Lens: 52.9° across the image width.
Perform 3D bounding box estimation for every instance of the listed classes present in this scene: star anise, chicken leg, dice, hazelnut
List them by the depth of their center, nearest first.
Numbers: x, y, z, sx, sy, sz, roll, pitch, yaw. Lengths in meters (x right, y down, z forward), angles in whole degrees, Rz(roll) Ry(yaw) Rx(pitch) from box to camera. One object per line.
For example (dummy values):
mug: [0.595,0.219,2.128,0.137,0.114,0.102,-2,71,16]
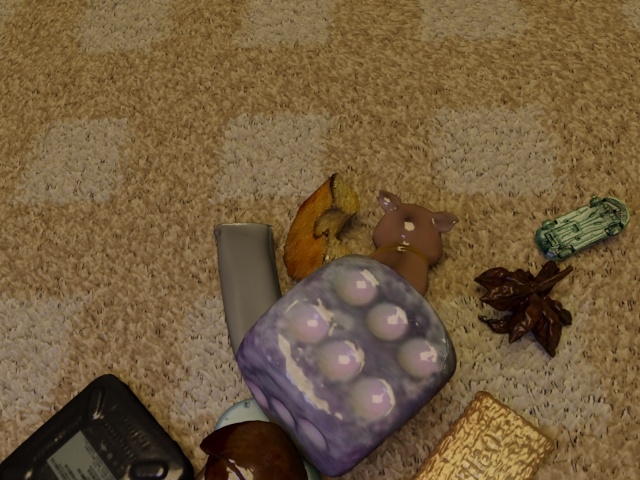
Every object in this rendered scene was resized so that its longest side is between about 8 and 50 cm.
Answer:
hazelnut: [-0.100,0.385,1.010,0.161,0.170,0.201,-19,66,1]
dice: [0.041,0.207,1.076,0.270,0.271,0.270,-35,74,-25]
star anise: [0.388,0.109,1.205,0.196,0.111,0.212,12,58,7]
chicken leg: [0.348,0.161,1.238,0.083,0.021,0.036,0,67,5]

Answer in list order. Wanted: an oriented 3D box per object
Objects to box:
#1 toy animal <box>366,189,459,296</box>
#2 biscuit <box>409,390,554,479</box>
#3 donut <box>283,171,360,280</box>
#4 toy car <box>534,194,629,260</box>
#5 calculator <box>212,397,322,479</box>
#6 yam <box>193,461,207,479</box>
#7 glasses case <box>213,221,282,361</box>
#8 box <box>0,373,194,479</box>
toy animal: [0.153,0.042,1.272,0.165,0.149,0.248,20,75,2]
biscuit: [0.270,0.394,1.105,0.160,0.030,0.249,34,70,25]
donut: [-0.003,-0.002,1.316,0.152,0.101,0.259,-30,42,40]
toy car: [0.530,-0.021,1.299,0.186,0.058,0.093,-26,59,6]
calculator: [-0.093,0.422,1.119,0.188,0.042,0.302,-14,62,-11]
yam: [-0.274,0.527,1.097,0.045,0.045,0.326,40,67,-10]
glasses case: [-0.137,0.099,1.310,0.128,0.083,0.308,-10,58,-5]
box: [-0.409,0.420,1.156,0.289,0.073,0.290,-42,58,-15]
